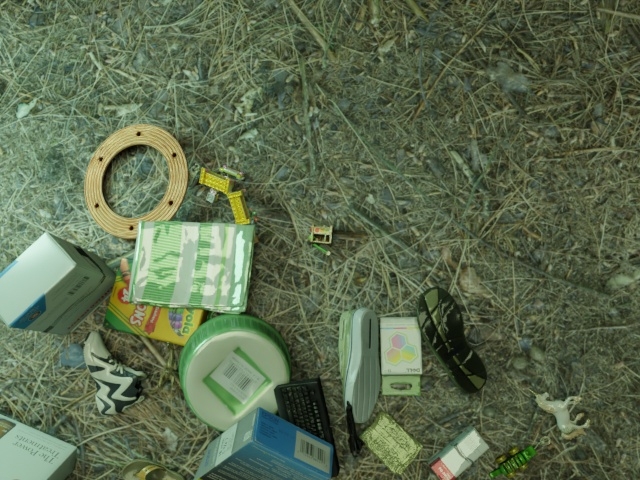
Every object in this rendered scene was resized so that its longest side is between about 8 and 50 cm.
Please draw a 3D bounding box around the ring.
[{"bbox_3d":[-0.526,-0.168,2.001,0.336,0.032,0.337,-3,79,16],"label":"ring"}]

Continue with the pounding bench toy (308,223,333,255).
[{"bbox_3d":[0.000,0.000,1.951,0.065,0.052,0.083,4,80,5],"label":"pounding bench toy"}]

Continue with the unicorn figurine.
[{"bbox_3d":[0.633,0.446,1.822,0.111,0.060,0.162,-20,79,0],"label":"unicorn figurine"}]

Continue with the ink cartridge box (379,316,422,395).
[{"bbox_3d":[0.216,0.311,1.875,0.108,0.062,0.210,-1,80,3],"label":"ink cartridge box"}]

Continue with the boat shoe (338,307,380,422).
[{"bbox_3d":[0.098,0.332,1.870,0.094,0.109,0.303,-6,75,48],"label":"boat shoe"}]

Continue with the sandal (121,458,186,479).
[{"bbox_3d":[-0.447,0.635,1.868,0.180,0.049,0.072,16,81,7],"label":"sandal"}]

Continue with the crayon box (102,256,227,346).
[{"bbox_3d":[-0.419,0.179,1.934,0.318,0.081,0.202,12,80,5],"label":"crayon box"}]

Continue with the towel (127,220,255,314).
[{"bbox_3d":[-0.349,0.068,1.891,0.324,0.038,0.248,3,77,4],"label":"towel"}]

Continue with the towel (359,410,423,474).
[{"bbox_3d":[0.186,0.539,1.853,0.148,0.027,0.110,41,86,9],"label":"towel"}]

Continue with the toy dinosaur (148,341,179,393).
[{"bbox_3d":[-0.415,0.365,1.880,0.053,0.093,0.183,14,111,-23],"label":"toy dinosaur"}]

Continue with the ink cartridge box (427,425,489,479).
[{"bbox_3d":[0.355,0.553,1.796,0.150,0.109,0.063,-40,79,-4],"label":"ink cartridge box"}]

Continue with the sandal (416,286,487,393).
[{"bbox_3d":[0.340,0.271,1.869,0.120,0.086,0.303,-25,94,-7],"label":"sandal"}]

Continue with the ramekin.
[{"bbox_3d":[-0.219,0.349,1.814,0.303,0.148,0.304,0,92,-8],"label":"ramekin"}]

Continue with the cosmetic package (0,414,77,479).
[{"bbox_3d":[-0.871,0.574,1.787,0.377,0.284,0.098,20,114,7],"label":"cosmetic package"}]

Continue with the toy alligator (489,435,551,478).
[{"bbox_3d":[0.523,0.565,1.812,0.189,0.051,0.056,-31,80,-2],"label":"toy alligator"}]

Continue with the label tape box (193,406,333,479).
[{"bbox_3d":[-0.166,0.579,1.757,0.240,0.106,0.333,34,124,-22],"label":"label tape box"}]

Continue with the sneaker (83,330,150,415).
[{"bbox_3d":[-0.547,0.349,1.905,0.152,0.094,0.235,-15,79,0],"label":"sneaker"}]

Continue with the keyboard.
[{"bbox_3d":[0.006,0.484,1.784,0.201,0.033,0.317,-11,116,1],"label":"keyboard"}]

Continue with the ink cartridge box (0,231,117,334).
[{"bbox_3d":[-0.699,0.124,1.848,0.223,0.307,0.129,-44,78,-4],"label":"ink cartridge box"}]

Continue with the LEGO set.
[{"bbox_3d":[-0.249,-0.125,1.987,0.287,0.107,0.132,43,120,5],"label":"LEGO set"}]
